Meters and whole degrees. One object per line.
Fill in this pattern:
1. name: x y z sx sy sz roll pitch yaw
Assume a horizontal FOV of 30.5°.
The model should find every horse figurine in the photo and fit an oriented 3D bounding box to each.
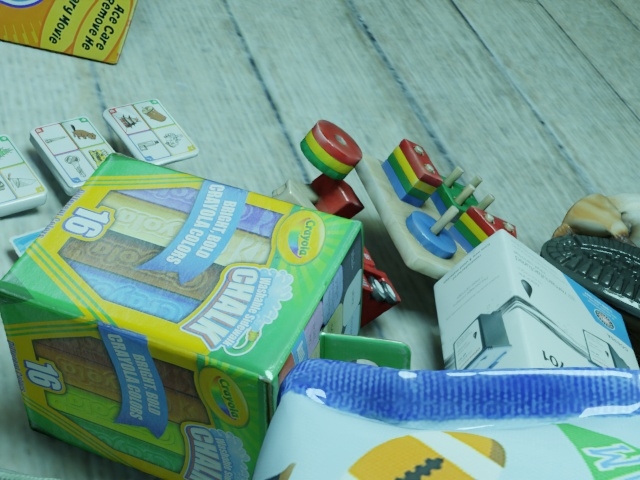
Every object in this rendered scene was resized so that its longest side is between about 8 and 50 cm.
1. horse figurine: 0.305 -0.004 1.102 0.263 0.066 0.174 -13 28 -33

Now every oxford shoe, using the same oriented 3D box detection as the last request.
1. oxford shoe: 0.275 0.074 0.965 0.227 0.096 0.083 30 39 7

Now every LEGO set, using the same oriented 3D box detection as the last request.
1. LEGO set: -0.143 -0.002 0.870 0.182 0.060 0.244 -19 51 -32

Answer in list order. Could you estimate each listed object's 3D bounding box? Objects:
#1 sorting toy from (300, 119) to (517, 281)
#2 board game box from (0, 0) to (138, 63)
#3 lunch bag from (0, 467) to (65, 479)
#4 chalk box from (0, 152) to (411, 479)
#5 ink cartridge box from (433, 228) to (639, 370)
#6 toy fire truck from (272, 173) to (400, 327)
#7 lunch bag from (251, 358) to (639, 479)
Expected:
1. sorting toy: 0.113 -0.017 0.960 0.274 0.046 0.132 22 30 -38
2. board game box: -0.318 -0.433 1.049 0.356 0.357 0.356 9 36 -22
3. lunch bag: -0.220 0.171 0.410 0.305 0.213 0.256 13 -3 -19
4. chalk box: -0.054 0.060 0.676 0.213 0.132 0.132 17 45 17
5. ink cartridge box: 0.162 0.104 0.835 0.139 0.082 0.191 33 28 -23
6. toy fire truck: 0.000 0.000 0.877 0.135 0.047 0.192 60 14 20
7. lunch bag: 0.063 0.275 0.323 0.238 0.386 0.328 -1 31 14
